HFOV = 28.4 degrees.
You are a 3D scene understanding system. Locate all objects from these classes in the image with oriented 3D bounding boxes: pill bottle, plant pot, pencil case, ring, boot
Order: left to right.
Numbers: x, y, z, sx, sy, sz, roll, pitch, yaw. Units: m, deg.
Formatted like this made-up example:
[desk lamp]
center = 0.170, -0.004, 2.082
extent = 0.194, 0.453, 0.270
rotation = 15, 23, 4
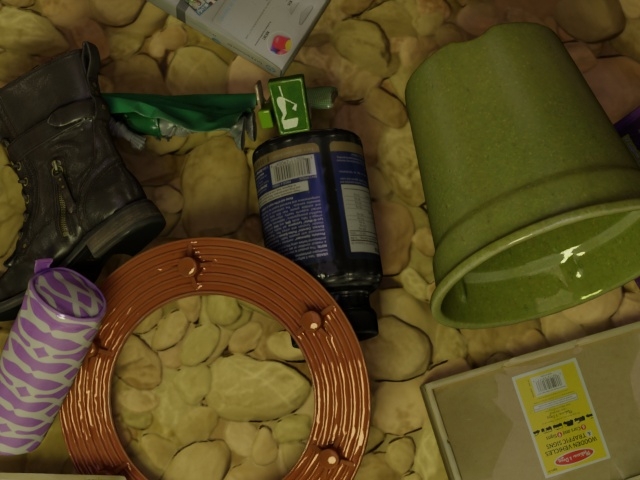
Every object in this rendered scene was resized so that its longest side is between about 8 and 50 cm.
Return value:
[pencil case]
center = -0.289, 0.124, 1.279
extent = 0.088, 0.086, 0.206
rotation = 45, 118, 27
[boot]
center = -0.298, -0.058, 1.338
extent = 0.263, 0.091, 0.229
rotation = -33, 77, 13
[ring]
center = -0.115, 0.165, 1.293
extent = 0.336, 0.032, 0.337
rotation = 0, 91, 12
[pill bottle]
center = 0.000, 0.000, 1.350
extent = 0.123, 0.123, 0.219
rotation = -7, 78, -5
[plant pot]
center = 0.210, -0.078, 1.330
extent = 0.276, 0.276, 0.254
rotation = -14, 68, -7

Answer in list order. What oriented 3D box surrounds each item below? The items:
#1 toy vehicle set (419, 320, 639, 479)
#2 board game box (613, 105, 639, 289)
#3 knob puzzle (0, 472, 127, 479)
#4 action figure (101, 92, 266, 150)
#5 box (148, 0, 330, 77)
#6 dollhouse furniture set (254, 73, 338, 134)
[toy vehicle set]
center = 0.259, 0.199, 1.367
extent = 0.267, 0.035, 0.166
rotation = -15, 79, -7
[board game box]
center = 0.424, 0.008, 1.341
extent = 0.056, 0.208, 0.347
rotation = -21, 79, -38
[knob puzzle]
center = -0.283, 0.320, 1.234
extent = 0.213, 0.030, 0.213
rotation = 2, 62, -4
[action figure]
center = -0.188, -0.134, 1.382
extent = 0.232, 0.137, 0.063
rotation = 6, 105, 13
[box]
center = -0.087, -0.295, 1.456
extent = 0.186, 0.038, 0.145
rotation = 30, 77, 4
[dollhouse furniture set]
center = -0.028, -0.162, 1.367
extent = 0.076, 0.152, 0.059
rotation = -7, 109, 9
